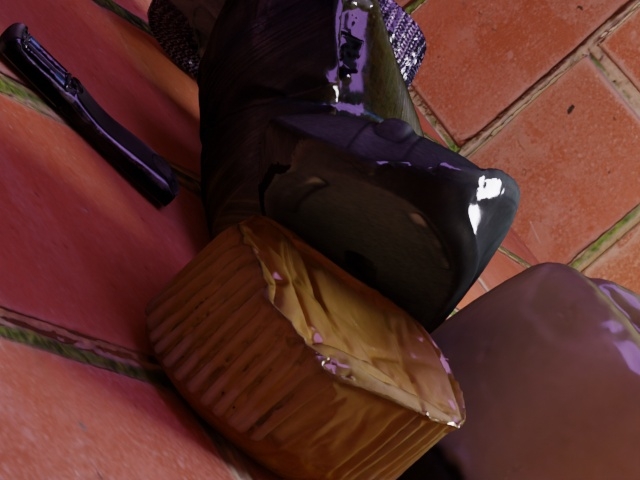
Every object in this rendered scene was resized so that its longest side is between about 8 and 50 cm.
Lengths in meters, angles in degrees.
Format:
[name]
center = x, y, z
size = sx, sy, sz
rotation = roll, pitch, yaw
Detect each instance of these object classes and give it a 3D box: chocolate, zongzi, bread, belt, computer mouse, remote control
[chocolate]
center = 0.208, 0.165, 1.570
size = 0.314, 0.297, 0.326
rotation = 50, 12, 32
[zongzi]
center = 0.000, 0.000, 1.773
size = 0.403, 0.208, 0.432
rotation = 63, 26, -50
[bread]
center = -0.014, 0.095, 1.359
size = 0.250, 0.133, 0.179
rotation = 29, 22, -42
[belt]
center = -0.041, -0.225, 1.998
size = 0.325, 0.122, 0.260
rotation = 15, -22, 33
[computer mouse]
center = 0.048, -0.028, 1.414
size = 0.203, 0.114, 0.374
rotation = 22, -18, 5
[remote control]
center = -0.204, -0.112, 1.595
size = 0.212, 0.028, 0.059
rotation = 44, 11, -19
